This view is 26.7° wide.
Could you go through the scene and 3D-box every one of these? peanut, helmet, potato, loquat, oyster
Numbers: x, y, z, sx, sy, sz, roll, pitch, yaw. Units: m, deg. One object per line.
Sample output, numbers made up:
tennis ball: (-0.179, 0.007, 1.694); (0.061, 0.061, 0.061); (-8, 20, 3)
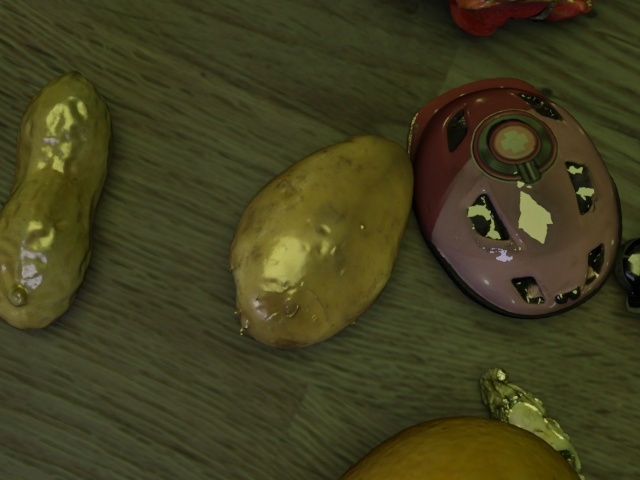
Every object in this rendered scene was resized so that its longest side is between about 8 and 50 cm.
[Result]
peanut: (-0.265, -0.041, 1.338); (0.101, 0.117, 0.263); (17, 78, -20)
helmet: (0.194, -0.047, 1.328); (0.198, 0.154, 0.253); (-20, 87, -3)
potato: (-0.004, -0.003, 1.333); (0.161, 0.128, 0.234); (20, 81, -14)
loquat: (0.118, 0.294, 1.221); (0.275, 0.275, 0.274); (0, 81, -1)
oyster: (0.220, 0.222, 1.343); (0.106, 0.061, 0.199); (-3, 84, -19)

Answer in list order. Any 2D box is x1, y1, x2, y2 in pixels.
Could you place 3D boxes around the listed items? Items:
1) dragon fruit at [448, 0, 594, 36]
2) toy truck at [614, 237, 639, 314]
dragon fruit: (0.197, -0.327, 1.305); (0.306, 0.305, 0.225); (-15, 89, -3)
toy truck: (0.431, -0.075, 1.327); (0.178, 0.176, 0.363); (25, 80, -9)
